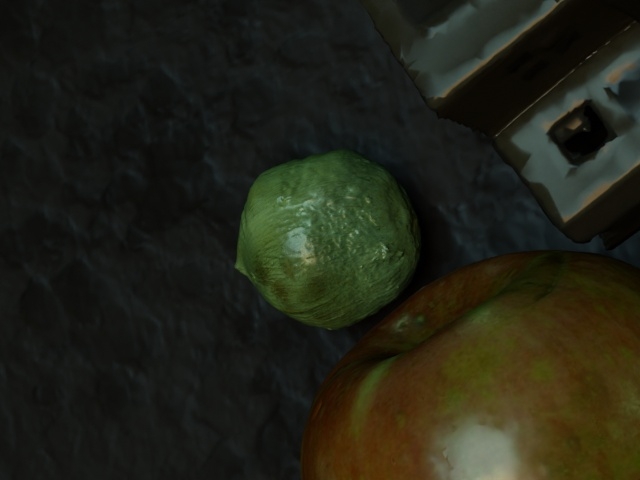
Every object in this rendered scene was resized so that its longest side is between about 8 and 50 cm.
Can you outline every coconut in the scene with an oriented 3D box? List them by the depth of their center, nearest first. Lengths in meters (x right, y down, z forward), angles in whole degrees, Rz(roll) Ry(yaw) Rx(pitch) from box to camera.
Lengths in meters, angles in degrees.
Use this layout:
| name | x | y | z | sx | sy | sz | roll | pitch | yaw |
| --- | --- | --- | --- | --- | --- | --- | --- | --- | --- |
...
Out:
| name | x | y | z | sx | sy | sz | roll | pitch | yaw |
| --- | --- | --- | --- | --- | --- | --- | --- | --- | --- |
| coconut | 0.000 | 0.000 | 0.908 | 0.096 | 0.088 | 0.088 | -22 | 73 | 19 |

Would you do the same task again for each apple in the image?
| name | x | y | z | sx | sy | sz | roll | pitch | yaw |
| --- | --- | --- | --- | --- | --- | --- | --- | --- | --- |
| apple | 0.092 | 0.102 | 0.784 | 0.196 | 0.196 | 0.196 | -4 | 81 | 28 |

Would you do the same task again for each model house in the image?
| name | x | y | z | sx | sy | sz | roll | pitch | yaw |
| --- | --- | --- | --- | --- | --- | --- | --- | --- | --- |
| model house | 0.159 | -0.137 | 0.765 | 0.243 | 0.211 | 0.204 | -39 | 68 | 19 |
